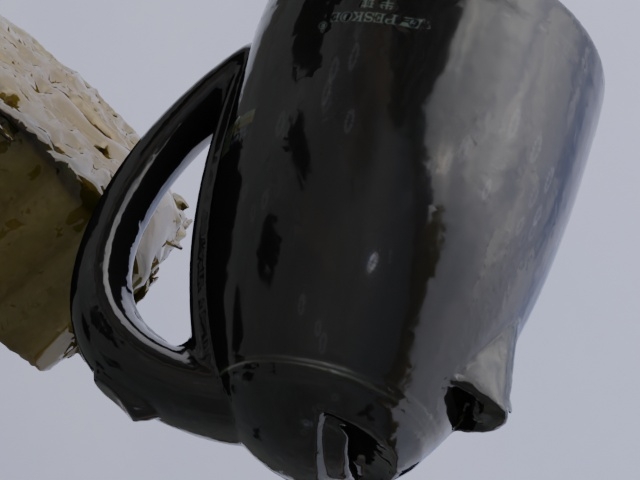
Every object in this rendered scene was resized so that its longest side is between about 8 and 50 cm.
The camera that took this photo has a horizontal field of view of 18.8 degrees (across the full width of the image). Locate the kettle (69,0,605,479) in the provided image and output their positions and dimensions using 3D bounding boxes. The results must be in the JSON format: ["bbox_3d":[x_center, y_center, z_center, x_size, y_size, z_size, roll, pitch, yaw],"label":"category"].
[{"bbox_3d":[0.000,0.000,1.097,0.268,0.290,0.207,10,-30,16],"label":"kettle"}]

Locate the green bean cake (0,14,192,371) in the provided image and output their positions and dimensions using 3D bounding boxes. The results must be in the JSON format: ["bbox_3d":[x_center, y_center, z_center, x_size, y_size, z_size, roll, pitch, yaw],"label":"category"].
[{"bbox_3d":[-0.197,-0.040,1.258,0.230,0.131,0.224,46,11,-5],"label":"green bean cake"}]
